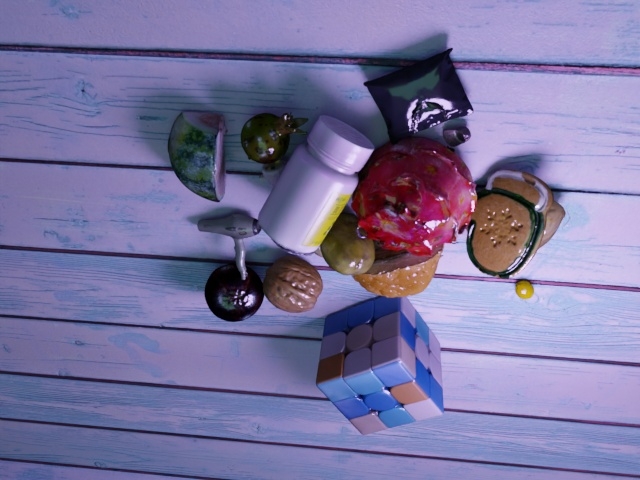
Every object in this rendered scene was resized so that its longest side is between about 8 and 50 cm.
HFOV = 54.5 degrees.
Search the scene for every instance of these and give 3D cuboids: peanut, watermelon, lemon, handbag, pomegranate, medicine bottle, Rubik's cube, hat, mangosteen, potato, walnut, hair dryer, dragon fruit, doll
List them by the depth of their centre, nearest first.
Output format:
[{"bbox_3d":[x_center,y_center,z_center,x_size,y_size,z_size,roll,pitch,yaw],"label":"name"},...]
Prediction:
[{"bbox_3d":[0.275,-0.392,1.725,0.254,0.088,0.211,-18,124,17],"label":"handbag"},{"bbox_3d":[-0.134,-0.298,1.804,0.220,0.156,0.156,-1,132,28],"label":"pomegranate"},{"bbox_3d":[0.401,-0.310,1.814,0.087,0.042,0.058,0,124,52],"label":"hat"},{"bbox_3d":[-0.016,-0.162,1.837,0.214,0.213,0.378,25,114,-14],"label":"medicine bottle"},{"bbox_3d":[0.270,-0.106,1.852,0.386,0.249,0.371,33,127,-2],"label":"dragon fruit"},{"bbox_3d":[-0.360,-0.235,1.919,0.224,0.180,0.305,42,145,31],"label":"watermelon"},{"bbox_3d":[-0.128,-0.190,1.956,0.129,0.081,0.207,-5,132,15],"label":"doll"},{"bbox_3d":[0.630,-0.013,1.969,0.148,0.147,0.319,28,127,-16],"label":"peanut"},{"bbox_3d":[0.082,0.015,1.981,0.148,0.228,0.197,-44,140,20],"label":"potato"},{"bbox_3d":[-0.323,-0.002,2.127,0.219,0.088,0.224,22,111,13],"label":"hair dryer"},{"bbox_3d":[0.712,0.174,2.167,0.062,0.062,0.083,-31,124,29],"label":"lemon"},{"bbox_3d":[-0.101,0.154,2.184,0.214,0.213,0.213,4,131,4],"label":"walnut"},{"bbox_3d":[-0.308,0.187,2.240,0.216,0.216,0.216,4,131,4],"label":"mangosteen"},{"bbox_3d":[0.225,0.451,2.287,0.345,0.346,0.346,-24,124,24],"label":"Rubik's cube"}]

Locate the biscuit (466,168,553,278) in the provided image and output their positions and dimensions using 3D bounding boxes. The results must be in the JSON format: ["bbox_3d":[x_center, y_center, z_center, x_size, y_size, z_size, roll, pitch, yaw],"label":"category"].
[{"bbox_3d":[0.541,-0.059,1.903,0.287,0.057,0.343,28,115,28],"label":"biscuit"}]

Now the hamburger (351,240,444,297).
[{"bbox_3d":[0.273,0.097,2.084,0.330,0.162,0.209,-18,134,13],"label":"hamburger"}]

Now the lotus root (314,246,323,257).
[{"bbox_3d":[0.000,0.000,2.102,0.090,0.077,0.183,-36,116,23],"label":"lotus root"}]
